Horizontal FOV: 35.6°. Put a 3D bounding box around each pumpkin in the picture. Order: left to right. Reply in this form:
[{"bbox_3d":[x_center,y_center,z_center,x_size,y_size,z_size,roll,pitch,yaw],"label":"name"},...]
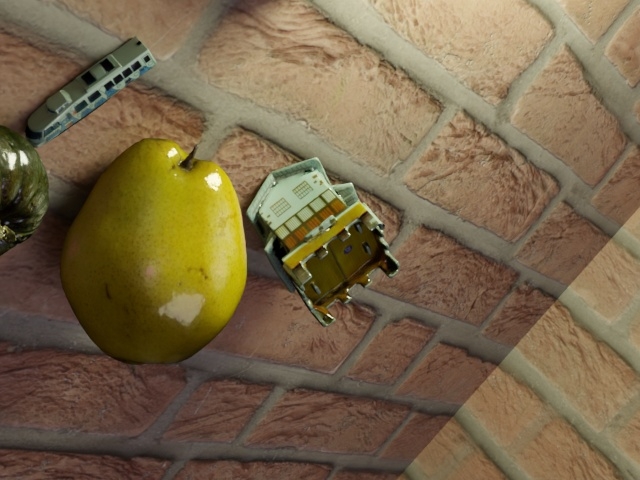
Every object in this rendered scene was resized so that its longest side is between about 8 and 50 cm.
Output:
[{"bbox_3d":[-0.461,-0.053,1.295,0.224,0.157,0.223,-35,158,-16],"label":"pumpkin"}]

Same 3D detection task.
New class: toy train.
[{"bbox_3d":[-0.323,-0.203,1.375,0.207,0.043,0.047,-38,145,-7],"label":"toy train"}]

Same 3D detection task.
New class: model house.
[{"bbox_3d":[0.000,0.000,1.795,0.198,0.215,0.224,-36,147,-4],"label":"model house"}]

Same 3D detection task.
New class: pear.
[{"bbox_3d":[-0.253,0.023,1.513,0.285,0.285,0.336,-25,128,-26],"label":"pear"}]
